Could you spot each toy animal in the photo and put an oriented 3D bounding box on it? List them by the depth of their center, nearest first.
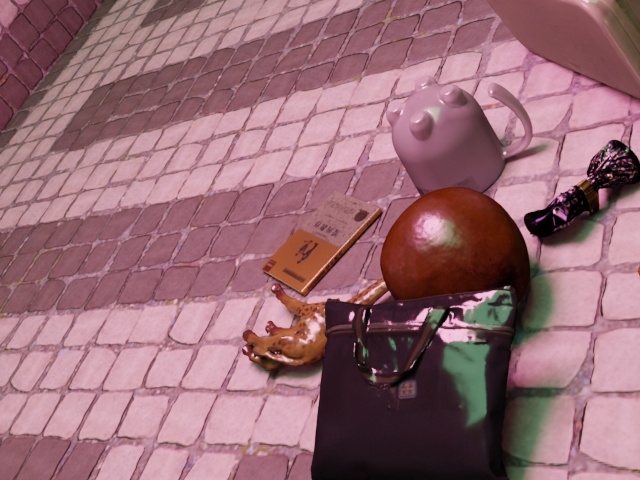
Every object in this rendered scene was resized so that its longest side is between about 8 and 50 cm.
[{"bbox_3d":[0.013,0.093,1.123,0.275,0.054,0.149,-21,35,25],"label":"toy animal"}]

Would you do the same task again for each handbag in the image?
[{"bbox_3d":[0.095,0.156,0.922,0.254,0.088,0.211,-9,71,38],"label":"handbag"}]

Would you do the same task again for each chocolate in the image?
[{"bbox_3d":[0.159,0.024,0.990,0.176,0.177,0.177,-23,38,19],"label":"chocolate"},{"bbox_3d":[0.316,-0.052,1.030,0.147,0.072,0.070,-46,76,2],"label":"chocolate"}]

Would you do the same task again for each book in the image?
[{"bbox_3d":[0.000,0.000,1.274,0.172,0.012,0.118,-47,36,-13],"label":"book"}]

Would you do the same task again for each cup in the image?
[{"bbox_3d":[0.180,-0.141,1.166,0.173,0.142,0.134,15,59,47],"label":"cup"}]

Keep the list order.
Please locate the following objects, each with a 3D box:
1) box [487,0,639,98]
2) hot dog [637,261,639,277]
[{"bbox_3d":[0.428,-0.400,1.138,0.344,0.177,0.352,-46,26,7],"label":"box"},{"bbox_3d":[0.385,0.041,0.856,0.099,0.065,0.147,-27,34,-2],"label":"hot dog"}]
